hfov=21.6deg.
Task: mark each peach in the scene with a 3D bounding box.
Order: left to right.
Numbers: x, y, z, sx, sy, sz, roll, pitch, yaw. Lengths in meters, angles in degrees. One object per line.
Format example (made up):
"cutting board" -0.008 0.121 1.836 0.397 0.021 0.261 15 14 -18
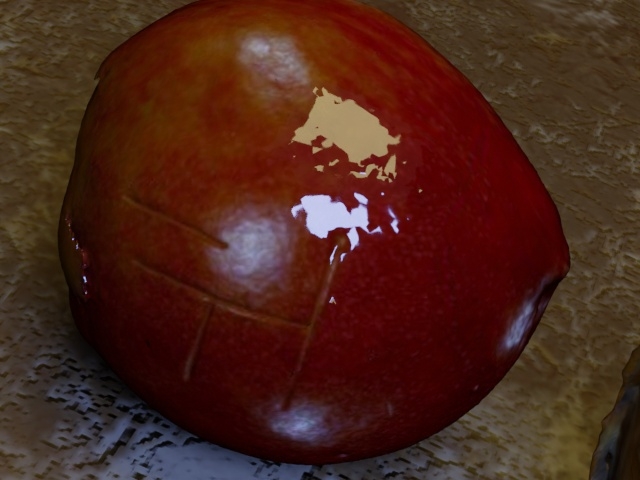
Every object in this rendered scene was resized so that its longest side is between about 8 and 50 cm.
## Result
"peach" 0.000 0.000 0.660 0.197 0.197 0.197 14 36 -10

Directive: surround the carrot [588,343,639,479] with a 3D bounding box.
"carrot" 0.273 0.146 0.579 0.340 0.224 0.224 10 37 -8
